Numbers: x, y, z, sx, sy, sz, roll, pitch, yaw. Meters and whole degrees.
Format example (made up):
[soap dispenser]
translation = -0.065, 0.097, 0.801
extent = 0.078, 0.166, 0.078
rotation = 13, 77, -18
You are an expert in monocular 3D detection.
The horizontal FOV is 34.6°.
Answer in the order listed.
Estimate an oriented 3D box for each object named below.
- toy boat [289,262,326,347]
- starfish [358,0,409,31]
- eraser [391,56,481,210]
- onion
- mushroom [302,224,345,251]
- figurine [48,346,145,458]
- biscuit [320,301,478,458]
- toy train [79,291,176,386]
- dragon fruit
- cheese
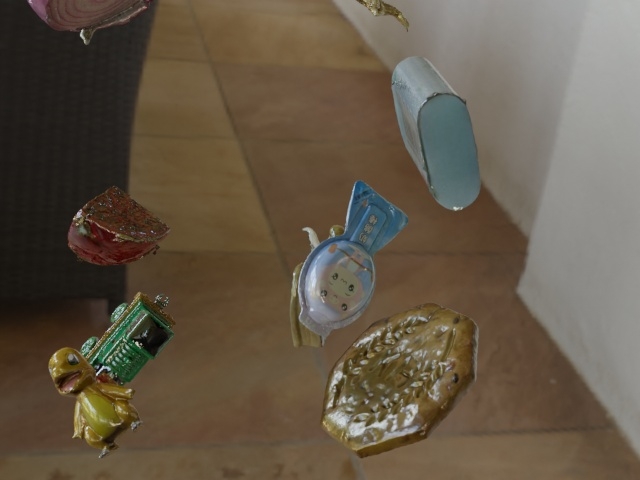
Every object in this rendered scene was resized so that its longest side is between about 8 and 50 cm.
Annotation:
[toy boat]
translation = -0.016, 0.119, 1.988
extent = 0.061, 0.188, 0.116
rotation = 10, 50, 13
[starfish]
translation = 0.070, -0.490, 2.049
extent = 0.277, 0.062, 0.236
rotation = 29, 20, -14
[eraser]
translation = 0.165, -0.162, 1.490
extent = 0.081, 0.174, 0.227
rotation = -12, 23, 1
[onion]
translation = -0.335, -0.413, 1.494
extent = 0.207, 0.201, 0.200
rotation = -23, 17, 23
[mushroom]
translation = 0.003, 0.001, 2.282
extent = 0.043, 0.068, 0.306
rotation = 20, -7, -13
[figurine]
translation = -0.346, 0.234, 1.581
extent = 0.176, 0.121, 0.122
rotation = 50, 9, -7
[biscuit]
translation = 0.145, 0.254, 1.940
extent = 0.359, 0.046, 0.359
rotation = -29, 29, 18
[toy train]
translation = -0.337, 0.187, 1.790
extent = 0.228, 0.091, 0.136
rotation = -50, 22, -11
[dragon fruit]
translation = -0.340, 0.006, 1.661
extent = 0.120, 0.161, 0.127
rotation = 41, 40, 2
[cheese]
translation = 0.045, 0.035, 1.613
extent = 0.135, 0.245, 0.052
rotation = 36, -14, -27
